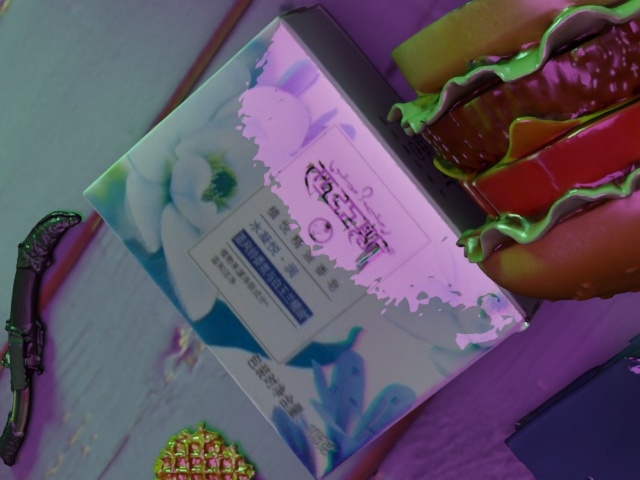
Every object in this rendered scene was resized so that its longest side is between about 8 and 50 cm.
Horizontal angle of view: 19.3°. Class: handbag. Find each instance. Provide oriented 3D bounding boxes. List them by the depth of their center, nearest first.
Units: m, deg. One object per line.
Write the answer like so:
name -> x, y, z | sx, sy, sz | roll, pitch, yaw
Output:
handbag -> 0.251, 0.189, 1.353 | 0.144, 0.057, 0.221 | -41, 89, 28

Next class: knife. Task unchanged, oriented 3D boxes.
knife -> -0.235, 0.076, 1.492 | 0.046, 0.021, 0.222 | 19, 106, 10

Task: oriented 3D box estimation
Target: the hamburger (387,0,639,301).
hamburger -> 0.192, -0.075, 1.193 | 0.274, 0.274, 0.212 | -25, 89, 20

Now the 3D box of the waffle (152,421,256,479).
waffle -> -0.090, 0.186, 1.473 | 0.085, 0.016, 0.078 | 30, 109, 8

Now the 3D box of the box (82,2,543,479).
box -> -0.001, 0.000, 1.352 | 0.203, 0.116, 0.274 | -39, 88, 20
